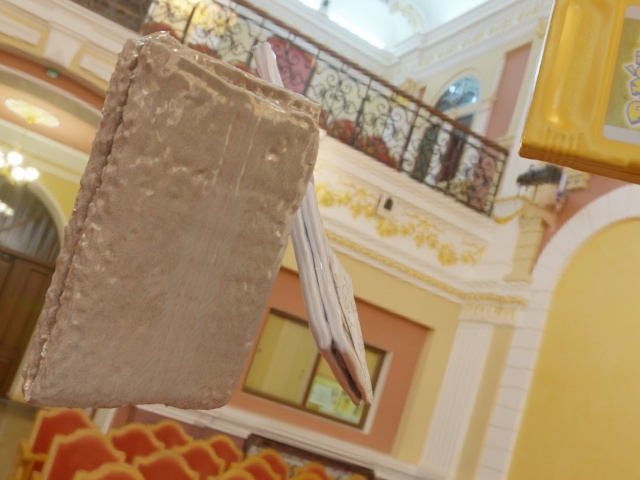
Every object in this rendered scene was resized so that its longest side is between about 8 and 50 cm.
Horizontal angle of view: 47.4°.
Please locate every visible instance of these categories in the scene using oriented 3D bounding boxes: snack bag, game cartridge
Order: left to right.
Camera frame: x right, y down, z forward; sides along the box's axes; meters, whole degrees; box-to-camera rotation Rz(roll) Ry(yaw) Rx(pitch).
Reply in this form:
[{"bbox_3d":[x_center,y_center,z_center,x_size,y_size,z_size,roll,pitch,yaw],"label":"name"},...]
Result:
[{"bbox_3d":[0.000,0.000,0.824,0.037,0.342,0.323,-15,-24,4],"label":"snack bag"},{"bbox_3d":[0.451,-0.205,0.964,0.324,0.285,0.052,14,-17,8],"label":"game cartridge"}]

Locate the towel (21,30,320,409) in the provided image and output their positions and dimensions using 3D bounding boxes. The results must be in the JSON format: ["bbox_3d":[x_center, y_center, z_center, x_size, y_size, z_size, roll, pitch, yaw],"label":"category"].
[{"bbox_3d":[-0.107,-0.001,0.564,0.049,0.282,0.187,24,6,43],"label":"towel"}]
